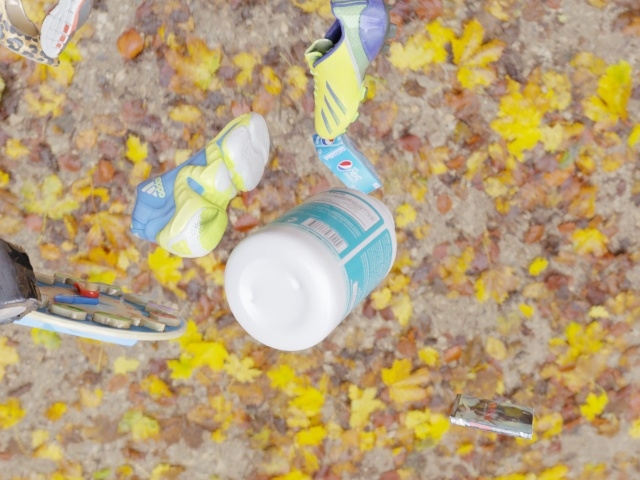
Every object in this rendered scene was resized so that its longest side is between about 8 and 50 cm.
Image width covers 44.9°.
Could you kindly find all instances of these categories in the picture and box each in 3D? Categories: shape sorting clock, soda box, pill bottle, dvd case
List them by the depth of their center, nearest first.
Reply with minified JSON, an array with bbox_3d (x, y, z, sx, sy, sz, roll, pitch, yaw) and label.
[{"bbox_3d":[-0.237,0.063,0.790,0.206,0.206,0.040,10,94,-14],"label":"shape sorting clock"},{"bbox_3d":[0.005,0.020,0.967,0.146,0.264,0.146,9,112,24],"label":"pill bottle"},{"bbox_3d":[0.259,0.264,1.165,0.119,0.087,0.013,8,105,16],"label":"dvd case"},{"bbox_3d":[0.064,-0.184,1.805,0.067,0.071,0.210,-28,145,16],"label":"soda box"}]

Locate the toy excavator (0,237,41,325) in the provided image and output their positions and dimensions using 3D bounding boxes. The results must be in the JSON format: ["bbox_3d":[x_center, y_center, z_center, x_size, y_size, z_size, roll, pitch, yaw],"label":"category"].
[{"bbox_3d":[-0.445,0.015,0.540,0.445,0.433,0.222,-18,87,-9],"label":"toy excavator"}]

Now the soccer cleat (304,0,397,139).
[{"bbox_3d":[0.023,-0.272,1.226,0.121,0.093,0.289,1,147,-18],"label":"soccer cleat"}]

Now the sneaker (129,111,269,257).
[{"bbox_3d":[-0.153,-0.081,0.945,0.126,0.240,0.091,6,132,20],"label":"sneaker"}]

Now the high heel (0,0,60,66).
[{"bbox_3d":[-0.610,-0.493,1.592,0.186,0.093,0.261,-42,116,19],"label":"high heel"}]

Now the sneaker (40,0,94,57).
[{"bbox_3d":[-0.418,-0.379,1.317,0.061,0.065,0.158,40,108,18],"label":"sneaker"}]
